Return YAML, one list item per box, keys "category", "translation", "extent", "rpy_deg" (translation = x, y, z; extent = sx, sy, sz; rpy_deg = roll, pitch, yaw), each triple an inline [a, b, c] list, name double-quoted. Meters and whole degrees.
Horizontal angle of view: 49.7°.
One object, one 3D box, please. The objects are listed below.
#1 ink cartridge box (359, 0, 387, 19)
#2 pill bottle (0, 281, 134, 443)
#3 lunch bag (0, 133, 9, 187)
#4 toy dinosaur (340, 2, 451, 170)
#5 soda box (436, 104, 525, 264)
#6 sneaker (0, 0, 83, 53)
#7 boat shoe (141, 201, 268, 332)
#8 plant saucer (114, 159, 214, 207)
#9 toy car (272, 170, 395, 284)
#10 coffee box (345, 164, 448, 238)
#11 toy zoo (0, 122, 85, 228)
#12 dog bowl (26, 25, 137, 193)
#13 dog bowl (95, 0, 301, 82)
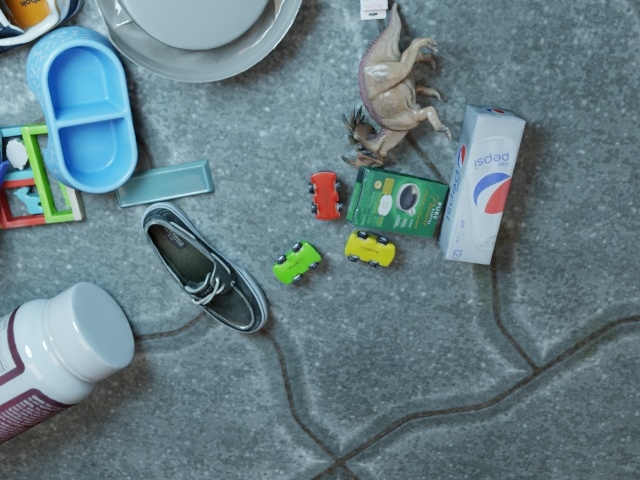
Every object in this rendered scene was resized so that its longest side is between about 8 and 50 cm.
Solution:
- category: "ink cartridge box"
  translation: [0.092, -0.428, 1.205]
  extent: [0.048, 0.028, 0.083]
  rpy_deg: [-5, 113, 1]
- category: "pill bottle"
  translation: [-0.583, 0.251, 1.362]
  extent: [0.392, 0.224, 0.224]
  rpy_deg: [-28, 110, 10]
- category: "lunch bag"
  translation: [-0.698, -0.098, 1.244]
  extent: [0.243, 0.115, 0.304]
  rpy_deg: [12, 113, -8]
- category: "toy dinosaur"
  translation: [0.114, -0.258, 1.227]
  extent: [0.200, 0.127, 0.296]
  rpy_deg: [-10, 109, 7]
- category: "soda box"
  translation: [0.299, -0.104, 1.308]
  extent: [0.091, 0.098, 0.286]
  rpy_deg: [7, 111, -5]
- category: "sneaker"
  translation: [-0.565, -0.371, 1.161]
  extent: [0.321, 0.127, 0.126]
  rpy_deg: [-22, 113, 9]
- category: "boat shoe"
  translation: [-0.233, 0.075, 1.355]
  extent: [0.121, 0.119, 0.335]
  rpy_deg: [-39, 108, 13]
- category: "plant saucer"
  translation: [-0.305, -0.106, 1.334]
  extent: [0.192, 0.018, 0.067]
  rpy_deg: [-10, 113, 2]
- category: "toy car"
  translation: [0.000, 0.000, 1.367]
  extent: [0.225, 0.053, 0.239]
  rpy_deg: [-37, 108, 13]
- category: "coffee box"
  translation: [0.145, -0.071, 1.312]
  extent: [0.184, 0.040, 0.113]
  rpy_deg: [7, 106, -26]
- category: "toy zoo"
  translation: [-0.616, -0.116, 1.314]
  extent: [0.293, 0.030, 0.192]
  rpy_deg: [-7, 112, 2]
- category: "dog bowl"
  translation: [-0.409, -0.219, 1.215]
  extent: [0.165, 0.074, 0.297]
  rpy_deg: [-15, 116, -25]
- category: "dog bowl"
  translation: [-0.199, -0.432, 1.086]
  extent: [0.348, 0.102, 0.349]
  rpy_deg: [-13, 128, -18]
